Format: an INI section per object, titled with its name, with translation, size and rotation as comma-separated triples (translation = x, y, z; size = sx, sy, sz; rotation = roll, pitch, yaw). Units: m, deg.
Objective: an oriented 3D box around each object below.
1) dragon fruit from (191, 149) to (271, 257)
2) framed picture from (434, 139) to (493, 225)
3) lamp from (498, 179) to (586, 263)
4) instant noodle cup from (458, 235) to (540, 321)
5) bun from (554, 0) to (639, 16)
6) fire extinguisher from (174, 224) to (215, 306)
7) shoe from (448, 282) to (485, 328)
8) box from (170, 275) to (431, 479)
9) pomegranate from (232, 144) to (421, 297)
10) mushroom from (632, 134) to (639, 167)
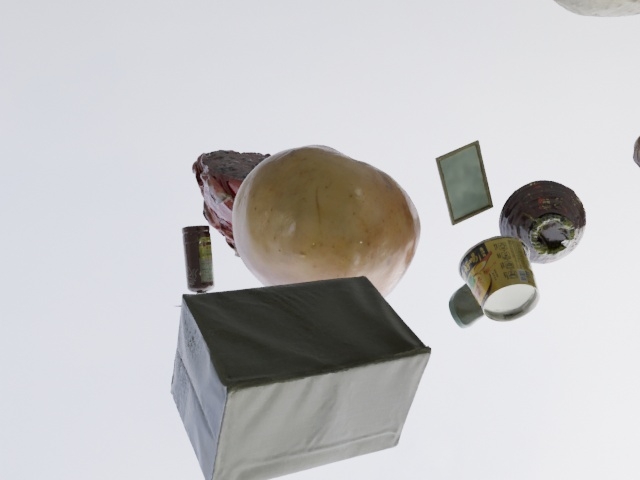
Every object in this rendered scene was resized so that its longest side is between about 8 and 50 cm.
[dragon fruit]
translation = -0.256, -0.066, 1.872
size = 0.228, 0.329, 0.286
rotation = 3, -154, -5
[framed picture]
translation = 0.391, -0.155, 1.816
size = 0.136, 0.200, 0.010
rotation = -24, -158, -13
[lamp]
translation = 0.610, -0.047, 1.841
size = 0.247, 0.247, 0.247
rotation = 0, -142, 0
[instant noodle cup]
translation = 0.363, 0.081, 1.343
size = 0.152, 0.151, 0.122
rotation = -3, -138, -4
[bun]
translation = 0.306, -0.379, 0.709
size = 0.282, 0.204, 0.281
rotation = 1, -126, -1
[fire extinguisher]
translation = -0.331, 0.089, 1.764
size = 0.106, 0.252, 0.075
rotation = -6, 179, 25
[shoe]
translation = 0.362, 0.121, 1.514
size = 0.079, 0.078, 0.195
rotation = 54, -136, -1
[box]
translation = -0.028, 0.148, 0.733
size = 0.231, 0.155, 0.149
rotation = -5, -146, -28
[pomegranate]
translation = 0.000, 0.000, 1.195
size = 0.338, 0.338, 0.338
rotation = 0, -142, 0
[mushroom]
translation = 0.721, -0.188, 1.398
size = 0.127, 0.127, 0.087
rotation = 16, -141, 20
